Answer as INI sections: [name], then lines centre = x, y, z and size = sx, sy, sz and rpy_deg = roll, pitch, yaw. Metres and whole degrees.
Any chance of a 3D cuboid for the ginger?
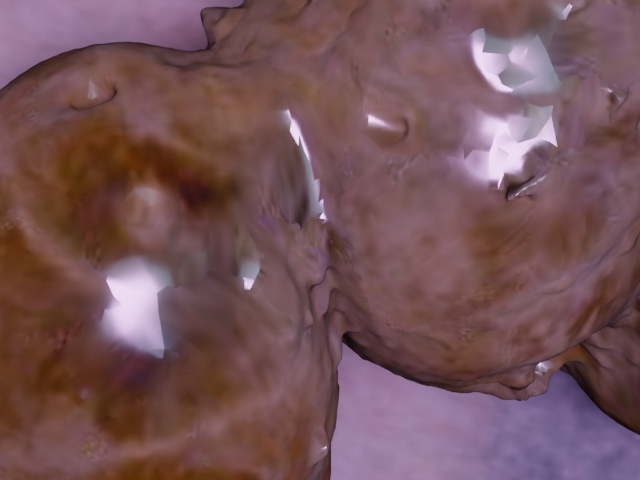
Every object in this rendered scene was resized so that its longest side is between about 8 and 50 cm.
[ginger]
centre = 0.000, 0.000, 0.605
size = 0.375, 0.176, 0.256
rpy_deg = -18, 110, -11
